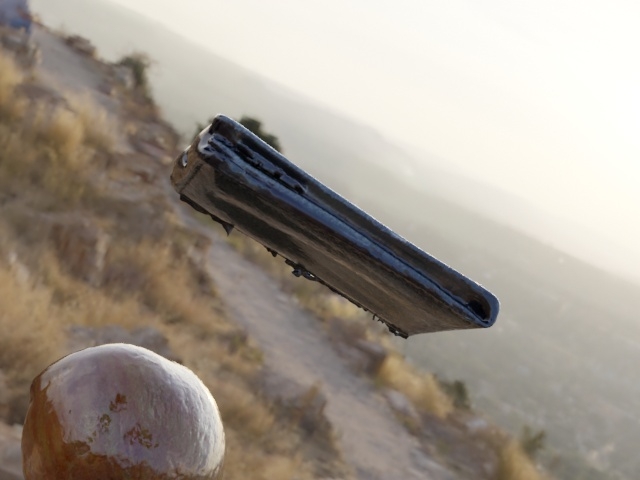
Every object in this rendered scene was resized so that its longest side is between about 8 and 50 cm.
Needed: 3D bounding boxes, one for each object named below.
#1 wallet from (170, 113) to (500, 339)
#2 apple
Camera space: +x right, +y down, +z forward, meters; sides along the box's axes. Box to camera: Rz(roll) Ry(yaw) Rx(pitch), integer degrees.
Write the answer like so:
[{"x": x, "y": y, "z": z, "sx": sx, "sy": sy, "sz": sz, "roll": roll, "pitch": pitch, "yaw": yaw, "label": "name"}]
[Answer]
[{"x": 0.001, "y": -0.002, "z": 0.790, "sx": 0.222, "sy": 0.036, "sz": 0.167, "roll": 32, "pitch": -13, "yaw": -8, "label": "wallet"}, {"x": -0.203, "y": 0.213, "z": 1.216, "sx": 0.211, "sy": 0.211, "sz": 0.188, "roll": 19, "pitch": 43, "yaw": -34, "label": "apple"}]
